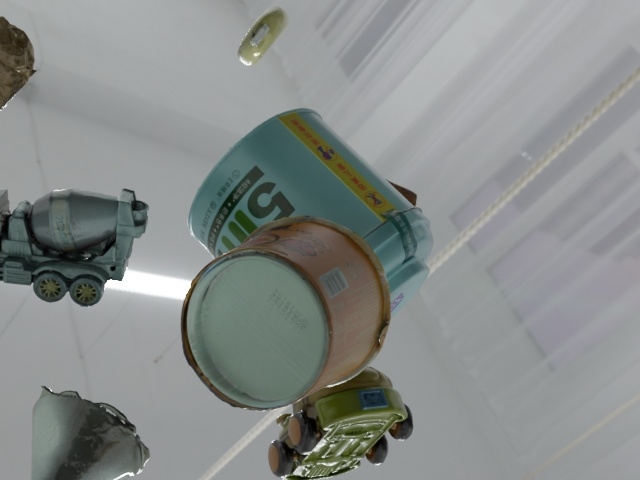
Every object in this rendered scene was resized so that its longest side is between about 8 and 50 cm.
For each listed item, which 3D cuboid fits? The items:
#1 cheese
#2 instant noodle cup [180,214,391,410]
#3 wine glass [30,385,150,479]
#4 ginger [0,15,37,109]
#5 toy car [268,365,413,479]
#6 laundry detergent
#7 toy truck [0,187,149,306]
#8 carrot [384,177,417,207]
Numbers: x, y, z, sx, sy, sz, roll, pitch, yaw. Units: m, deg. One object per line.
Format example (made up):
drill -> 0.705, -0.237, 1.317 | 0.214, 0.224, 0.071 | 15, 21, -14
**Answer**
cheese -> -0.109, -0.370, 1.261 | 0.050, 0.127, 0.255 | 40, -168, -11
instant noodle cup -> -0.043, 0.083, 0.768 | 0.216, 0.216, 0.172 | 48, -163, 8
wine glass -> -0.299, 0.289, 0.722 | 0.156, 0.156, 0.232 | 39, -144, -9
ginger -> -0.439, -0.252, 0.825 | 0.213, 0.137, 0.074 | 56, -170, -20
toy car -> 0.019, 0.275, 1.091 | 0.200, 0.248, 0.142 | 4, -133, -31
laundry detergent -> 0.000, 0.000, 1.079 | 0.305, 0.287, 0.287 | 46, -154, 17
toy truck -> -0.355, -0.008, 0.888 | 0.256, 0.140, 0.108 | 8, -157, -10
carrot -> 0.085, -0.109, 1.340 | 0.209, 0.061, 0.061 | 26, -150, -16
